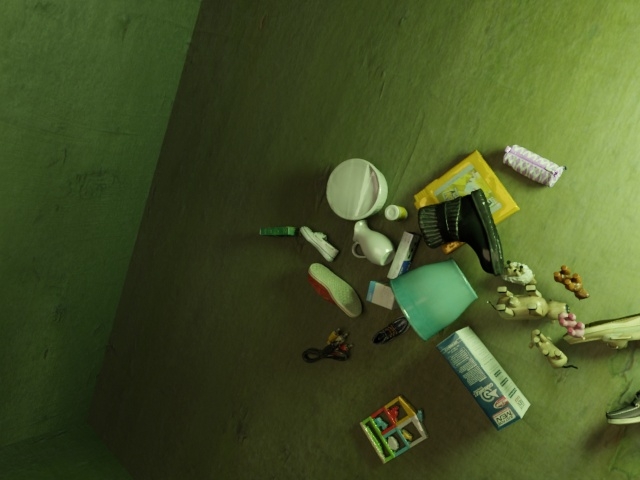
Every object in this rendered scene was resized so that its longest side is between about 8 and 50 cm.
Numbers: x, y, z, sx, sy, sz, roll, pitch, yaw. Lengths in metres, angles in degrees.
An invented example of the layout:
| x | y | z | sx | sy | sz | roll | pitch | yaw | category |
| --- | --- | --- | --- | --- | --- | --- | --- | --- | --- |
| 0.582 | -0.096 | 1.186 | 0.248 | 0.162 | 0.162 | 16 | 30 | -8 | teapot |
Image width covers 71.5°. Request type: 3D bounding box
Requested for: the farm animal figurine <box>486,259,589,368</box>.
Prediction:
| x | y | z | sx | sy | sz | roll | pitch | yaw | category |
| --- | --- | --- | --- | --- | --- | --- | --- | --- | --- |
| 0.749 | 0.252 | 1.523 | 0.327 | 0.172 | 0.330 | 12 | 68 | 44 | farm animal figurine |

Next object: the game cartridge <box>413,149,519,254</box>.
| x | y | z | sx | sy | sz | roll | pitch | yaw | category |
| --- | --- | --- | --- | --- | --- | --- | --- | --- | --- |
| 0.556 | -0.146 | 1.750 | 0.324 | 0.053 | 0.285 | -38 | 68 | 26 | game cartridge |

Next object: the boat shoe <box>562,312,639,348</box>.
| x | y | z | sx | sy | sz | roll | pitch | yaw | category |
| --- | --- | --- | --- | --- | --- | --- | --- | --- | --- |
| 0.954 | 0.304 | 1.435 | 0.302 | 0.109 | 0.098 | -22 | 78 | 28 | boat shoe |

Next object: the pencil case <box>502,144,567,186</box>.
| x | y | z | sx | sy | sz | roll | pitch | yaw | category |
| --- | --- | --- | --- | --- | --- | --- | --- | --- | --- |
| 0.759 | -0.268 | 1.594 | 0.206 | 0.088 | 0.086 | 37 | 106 | 30 | pencil case |

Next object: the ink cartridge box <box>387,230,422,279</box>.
| x | y | z | sx | sy | sz | roll | pitch | yaw | category |
| --- | --- | --- | --- | --- | --- | --- | --- | --- | --- |
| 0.351 | 0.066 | 1.854 | 0.046 | 0.097 | 0.207 | 26 | 104 | 32 | ink cartridge box |

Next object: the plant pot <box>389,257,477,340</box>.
| x | y | z | sx | sy | sz | roll | pitch | yaw | category |
| --- | --- | --- | --- | --- | --- | --- | --- | --- | --- |
| 0.444 | 0.206 | 1.703 | 0.255 | 0.272 | 0.271 | -32 | 71 | 14 | plant pot |

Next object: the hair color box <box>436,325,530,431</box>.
| x | y | z | sx | sy | sz | roll | pitch | yaw | category |
| --- | --- | --- | --- | --- | --- | --- | --- | --- | --- |
| 0.593 | 0.493 | 1.629 | 0.105 | 0.174 | 0.347 | -46 | 65 | 25 | hair color box |

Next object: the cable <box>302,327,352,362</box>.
| x | y | z | sx | sy | sz | roll | pitch | yaw | category |
| --- | --- | --- | --- | --- | --- | --- | --- | --- | --- |
| 0.037 | 0.523 | 2.095 | 0.139 | 0.072 | 0.287 | 54 | 130 | 4 | cable |

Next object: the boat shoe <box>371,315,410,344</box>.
| x | y | z | sx | sy | sz | roll | pitch | yaw | category |
| --- | --- | --- | --- | --- | --- | --- | --- | --- | --- |
| 0.302 | 0.386 | 1.885 | 0.183 | 0.083 | 0.065 | -46 | 65 | 24 | boat shoe |

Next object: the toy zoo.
| x | y | z | sx | sy | sz | roll | pitch | yaw | category |
| --- | --- | --- | --- | --- | --- | --- | --- | --- | --- |
| 0.323 | 0.791 | 1.889 | 0.293 | 0.030 | 0.192 | -45 | 65 | 24 | toy zoo |

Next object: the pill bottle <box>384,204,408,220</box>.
| x | y | z | sx | sy | sz | roll | pitch | yaw | category |
| --- | --- | --- | --- | --- | --- | --- | --- | --- | --- |
| 0.322 | -0.113 | 1.867 | 0.065 | 0.116 | 0.065 | -1 | 88 | 35 | pill bottle |

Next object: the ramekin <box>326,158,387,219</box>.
| x | y | z | sx | sy | sz | roll | pitch | yaw | category |
| --- | --- | --- | --- | --- | --- | --- | --- | --- | --- |
| 0.172 | -0.219 | 1.967 | 0.273 | 0.127 | 0.272 | -2 | 87 | 35 | ramekin |

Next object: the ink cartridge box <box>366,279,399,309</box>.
| x | y | z | sx | sy | sz | roll | pitch | yaw | category |
| --- | --- | --- | --- | --- | --- | --- | --- | --- | --- |
| 0.285 | 0.233 | 1.896 | 0.143 | 0.092 | 0.089 | 18 | 99 | 34 | ink cartridge box |

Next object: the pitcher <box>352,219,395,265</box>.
| x | y | z | sx | sy | sz | roll | pitch | yaw | category |
| --- | --- | --- | --- | --- | --- | --- | --- | --- | --- |
| 0.221 | 0.035 | 1.942 | 0.207 | 0.126 | 0.177 | 46 | 134 | 38 | pitcher |

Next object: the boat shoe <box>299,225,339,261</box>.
| x | y | z | sx | sy | sz | roll | pitch | yaw | category |
| --- | --- | --- | --- | --- | --- | --- | --- | --- | --- |
| 0.000 | 0.000 | 2.116 | 0.226 | 0.083 | 0.076 | 46 | 101 | 14 | boat shoe |

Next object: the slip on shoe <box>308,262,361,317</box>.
| x | y | z | sx | sy | sz | roll | pitch | yaw | category |
| --- | --- | --- | --- | --- | --- | --- | --- | --- | --- |
| 0.062 | 0.239 | 2.046 | 0.331 | 0.123 | 0.101 | 41 | 133 | 28 | slip on shoe |

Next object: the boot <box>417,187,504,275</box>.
| x | y | z | sx | sy | sz | roll | pitch | yaw | category |
| --- | --- | --- | --- | --- | --- | --- | --- | --- | --- |
| 0.519 | -0.005 | 1.657 | 0.260 | 0.131 | 0.347 | -21 | 62 | 28 | boot |

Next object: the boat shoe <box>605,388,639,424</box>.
| x | y | z | sx | sy | sz | roll | pitch | yaw | category |
| --- | --- | --- | --- | --- | --- | --- | --- | --- | --- |
| 1.030 | 0.499 | 1.382 | 0.285 | 0.103 | 0.092 | -29 | 68 | 26 | boat shoe |

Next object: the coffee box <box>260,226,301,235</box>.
| x | y | z | sx | sy | sz | roll | pitch | yaw | category |
| --- | --- | --- | --- | --- | --- | --- | --- | --- | --- |
| -0.196 | -0.042 | 2.221 | 0.184 | 0.113 | 0.040 | -1 | 85 | 35 | coffee box |
